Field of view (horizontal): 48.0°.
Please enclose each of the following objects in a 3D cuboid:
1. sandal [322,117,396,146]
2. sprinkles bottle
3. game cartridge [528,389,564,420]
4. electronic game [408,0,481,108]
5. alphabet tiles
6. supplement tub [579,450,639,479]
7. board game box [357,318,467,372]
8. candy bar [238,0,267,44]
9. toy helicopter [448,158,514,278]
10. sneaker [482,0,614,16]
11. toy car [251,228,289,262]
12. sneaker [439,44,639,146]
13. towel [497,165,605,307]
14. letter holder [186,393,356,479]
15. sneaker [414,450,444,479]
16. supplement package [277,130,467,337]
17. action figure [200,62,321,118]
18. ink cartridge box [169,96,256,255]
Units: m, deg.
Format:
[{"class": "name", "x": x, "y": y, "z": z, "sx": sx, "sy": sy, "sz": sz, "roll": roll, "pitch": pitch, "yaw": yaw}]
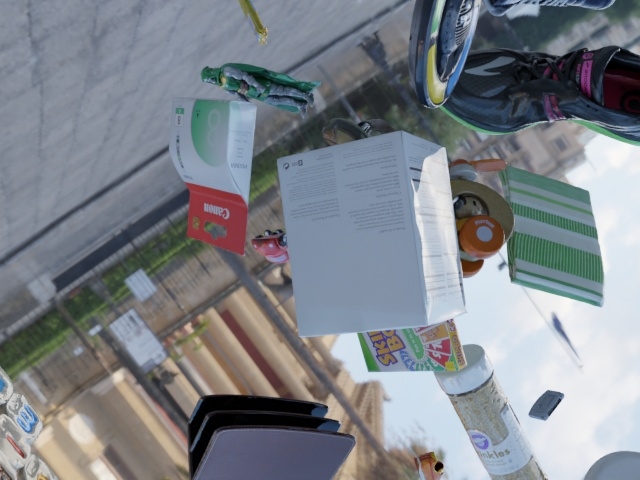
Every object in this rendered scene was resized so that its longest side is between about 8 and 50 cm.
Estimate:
[{"class": "sandal", "x": 0.096, "y": -0.174, "z": 1.292, "sx": 0.086, "sy": 0.120, "sz": 0.302, "roll": -59, "pitch": 157, "yaw": 7}, {"class": "sprinkles bottle", "x": 0.372, "y": 0.400, "z": 1.557, "sx": 0.121, "sy": 0.356, "sz": 0.121, "roll": -27, "pitch": -167, "yaw": 7}, {"class": "game cartridge", "x": 0.513, "y": 0.375, "z": 1.637, "sx": 0.083, "sy": 0.017, "sz": 0.056, "roll": -42, "pitch": -161, "yaw": -22}, {"class": "electronic game", "x": 0.167, "y": -0.283, "z": 0.917, "sx": 0.229, "sy": 0.048, "sz": 0.229, "roll": -51, "pitch": 150, "yaw": -44}, {"class": "alphabet tiles", "x": -0.421, "y": 0.254, "z": 0.871, "sx": 0.021, "sy": 0.278, "sz": 0.284, "roll": -28, "pitch": -161, "yaw": 5}, {"class": "supplement tub", "x": 0.734, "y": 0.676, "z": 1.762, "sx": 0.241, "sy": 0.241, "sz": 0.331, "roll": -38, "pitch": 151, "yaw": -19}, {"class": "board game box", "x": 0.158, "y": 0.191, "z": 1.389, "sx": 0.039, "sy": 0.124, "sz": 0.259, "roll": -18, "pitch": -177, "yaw": -39}, {"class": "candy bar", "x": -0.128, "y": -0.413, "z": 1.274, "sx": 0.018, "sy": 0.162, "sz": 0.040, "roll": -17, "pitch": 155, "yaw": -16}, {"class": "toy helicopter", "x": 0.225, "y": -0.099, "z": 1.447, "sx": 0.235, "sy": 0.354, "sz": 0.140, "roll": -62, "pitch": 176, "yaw": -24}, {"class": "sneaker", "x": 0.427, "y": -0.485, "z": 1.387, "sx": 0.099, "sy": 0.282, "sz": 0.153, "roll": 115, "pitch": 0, "yaw": -64}, {"class": "toy car", "x": 0.000, "y": 0.000, "z": 1.280, "sx": 0.224, "sy": 0.053, "sz": 0.239, "roll": -6, "pitch": -175, "yaw": 1}, {"class": "sneaker", "x": 0.451, "y": -0.295, "z": 1.325, "sx": 0.482, "sy": 0.185, "sz": 0.202, "roll": 5, "pitch": 165, "yaw": 9}, {"class": "towel", "x": 0.520, "y": -0.015, "z": 1.618, "sx": 0.038, "sy": 0.247, "sz": 0.325, "roll": 120, "pitch": -20, "yaw": -50}, {"class": "letter holder", "x": -0.104, "y": 0.399, "z": 1.502, "sx": 0.152, "sy": 0.301, "sz": 0.214, "roll": -105, "pitch": -147, "yaw": -46}, {"class": "sneaker", "x": 0.284, "y": 0.593, "z": 1.810, "sx": 0.067, "sy": 0.175, "sz": 0.064, "roll": -18, "pitch": -134, "yaw": 3}, {"class": "supplement package", "x": 0.082, "y": -0.003, "z": 1.069, "sx": 0.199, "sy": 0.263, "sz": 0.198, "roll": -9, "pitch": 176, "yaw": 27}, {"class": "action figure", "x": -0.130, "y": -0.309, "z": 1.461, "sx": 0.137, "sy": 0.232, "sz": 0.064, "roll": 134, "pitch": -35, "yaw": -60}, {"class": "ink cartridge box", "x": -0.173, "y": -0.103, "z": 1.097, "sx": 0.056, "sy": 0.225, "sz": 0.181, "roll": 2, "pitch": -171, "yaw": -39}]
